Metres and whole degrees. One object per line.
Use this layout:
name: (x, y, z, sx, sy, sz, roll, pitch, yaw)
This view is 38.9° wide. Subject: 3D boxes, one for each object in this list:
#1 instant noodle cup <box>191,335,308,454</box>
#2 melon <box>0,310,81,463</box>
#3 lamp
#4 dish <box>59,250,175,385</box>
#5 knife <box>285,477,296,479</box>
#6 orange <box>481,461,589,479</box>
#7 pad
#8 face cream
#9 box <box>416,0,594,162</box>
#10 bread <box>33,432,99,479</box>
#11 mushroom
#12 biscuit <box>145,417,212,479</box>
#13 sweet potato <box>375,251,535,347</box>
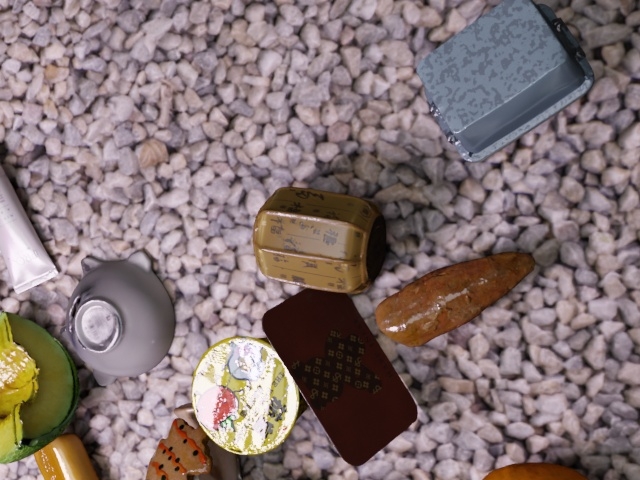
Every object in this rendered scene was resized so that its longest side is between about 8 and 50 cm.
instant noodle cup: (-0.092, 0.230, 1.432, 0.182, 0.144, 0.182, 1, 94, 19)
melon: (-0.515, 0.278, 1.581, 0.169, 0.129, 0.265, -45, 51, 31)
lamp: (0.000, 0.000, 1.380, 0.184, 0.161, 0.161, 6, 96, 18)
dish: (-0.369, 0.140, 1.546, 0.227, 0.086, 0.237, -2, 93, 18)
knife: (-0.095, 0.503, 1.491, 0.040, 0.073, 0.266, 29, 104, 5)
orange: (0.313, 0.435, 1.300, 0.240, 0.171, 0.240, 0, 86, 6)
pad: (0.032, 0.195, 1.383, 0.267, 0.181, 0.004, 57, 138, 6)
face cream: (-0.554, -0.032, 1.614, 0.092, 0.058, 0.244, -24, 92, 13)
box: (0.257, -0.234, 1.294, 0.227, 0.130, 0.162, -33, 68, 17)
bread: (-0.418, 0.447, 1.589, 0.092, 0.074, 0.239, -31, 82, 33)
mushroom: (-0.231, 0.394, 1.479, 0.173, 0.162, 0.236, -14, 88, 17)
biscuit: (-0.224, 0.340, 1.402, 0.130, 0.019, 0.119, -46, 46, -4)
sweet potato: (0.204, 0.079, 1.359, 0.251, 0.097, 0.097, -27, 85, 13)
